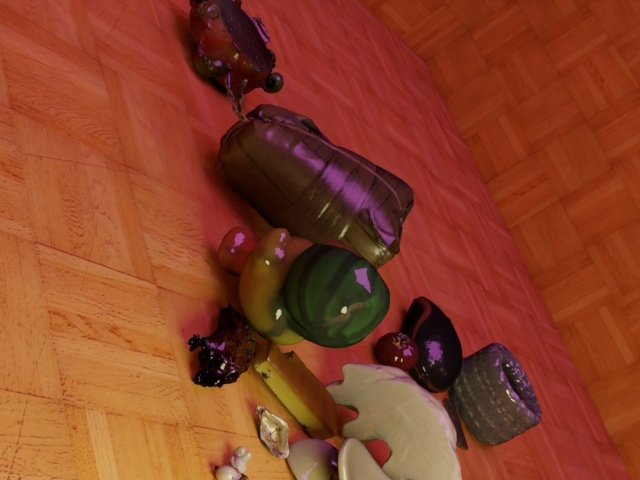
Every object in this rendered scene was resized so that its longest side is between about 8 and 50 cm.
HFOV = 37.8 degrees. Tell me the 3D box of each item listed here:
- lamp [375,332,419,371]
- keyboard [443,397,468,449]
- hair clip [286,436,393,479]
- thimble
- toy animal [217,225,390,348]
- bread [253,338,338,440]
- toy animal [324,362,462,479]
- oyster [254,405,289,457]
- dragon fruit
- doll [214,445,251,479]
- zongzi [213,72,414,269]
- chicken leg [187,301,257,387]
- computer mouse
[{"bbox_3d":[0.171,0.249,2.092,0.101,0.090,0.101,14,28,-8],"label":"lamp"},{"bbox_3d":[0.326,0.443,2.258,0.049,0.015,0.129,43,25,-45],"label":"keyboard"},{"bbox_3d":[0.068,0.435,1.564,0.282,0.113,0.172,51,35,-12],"label":"hair clip"},{"bbox_3d":[0.435,0.391,2.357,0.236,0.172,0.205,58,24,10],"label":"thimble"},{"bbox_3d":[-0.035,0.093,1.629,0.216,0.338,0.191,46,66,-40],"label":"toy animal"},{"bbox_3d":[-0.043,0.254,1.634,0.226,0.049,0.088,54,22,-30],"label":"bread"},{"bbox_3d":[0.140,0.383,1.771,0.307,0.266,0.188,19,-7,20],"label":"toy animal"},{"bbox_3d":[-0.079,0.314,1.536,0.051,0.034,0.093,-1,70,-47],"label":"oyster"},{"bbox_3d":[-0.208,-0.455,2.198,0.295,0.130,0.268,58,21,1],"label":"dragon fruit"},{"bbox_3d":[-0.124,0.346,1.389,0.058,0.040,0.085,49,21,7],"label":"doll"},{"bbox_3d":[-0.017,-0.171,2.046,0.500,0.218,0.467,43,23,-6],"label":"zongzi"},{"bbox_3d":[-0.154,0.174,1.532,0.105,0.063,0.234,59,19,-7],"label":"chicken leg"},{"bbox_3d":[0.282,0.250,2.299,0.183,0.116,0.323,57,20,-14],"label":"computer mouse"}]
